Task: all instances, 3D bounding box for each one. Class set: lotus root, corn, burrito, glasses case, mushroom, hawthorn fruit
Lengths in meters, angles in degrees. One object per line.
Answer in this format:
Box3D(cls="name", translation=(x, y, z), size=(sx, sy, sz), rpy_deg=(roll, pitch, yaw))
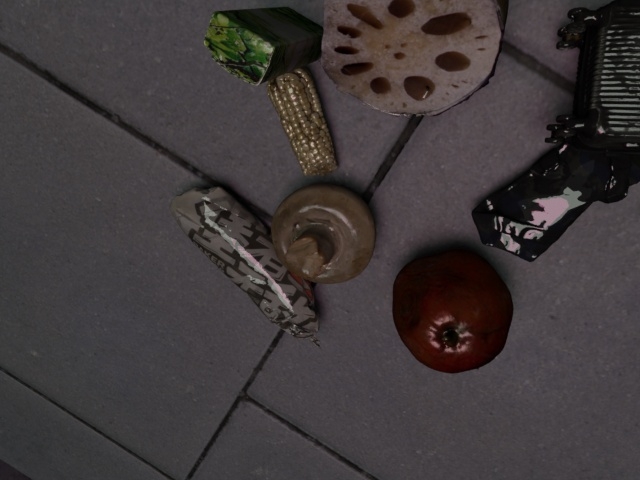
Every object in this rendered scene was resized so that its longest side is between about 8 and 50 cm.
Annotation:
Box3D(cls="lotus root", translation=(0.131, -0.329, 0.692), size=(0.272, 0.191, 0.272), rpy_deg=(11, 161, 4))
Box3D(cls="corn", translation=(-0.029, -0.206, 0.873), size=(0.087, 0.087, 0.210), rpy_deg=(-13, 109, 23))
Box3D(cls="burrito", translation=(-0.129, 0.055, 1.023), size=(0.139, 0.101, 0.445), rpy_deg=(-41, 95, 18))
Box3D(cls="glasses case", translation=(-0.069, -0.299, 0.732), size=(0.095, 0.272, 0.062), rpy_deg=(31, 121, 2))
Box3D(cls="mushroom", translation=(0.000, 0.000, 0.898), size=(0.204, 0.204, 0.204), rpy_deg=(7, 117, 15))
Box3D(cls="hawthorn fruit", translation=(0.226, 0.135, 0.856), size=(0.224, 0.261, 0.223), rpy_deg=(5, 109, 14))

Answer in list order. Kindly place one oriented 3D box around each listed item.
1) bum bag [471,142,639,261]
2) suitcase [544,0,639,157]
Box3D(cls="bum bag", translation=(0.398, -0.084, 0.798), size=(0.310, 0.074, 0.137), rpy_deg=(-42, 85, 24))
Box3D(cls="suitcase", translation=(0.485, -0.214, 0.654), size=(0.313, 0.128, 0.202), rpy_deg=(5, 93, 15))
